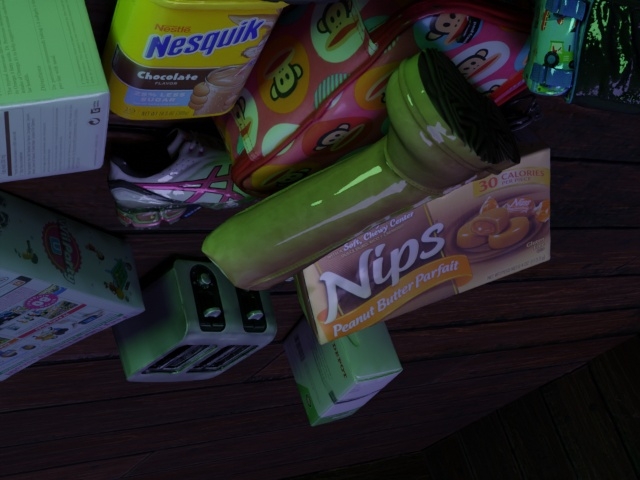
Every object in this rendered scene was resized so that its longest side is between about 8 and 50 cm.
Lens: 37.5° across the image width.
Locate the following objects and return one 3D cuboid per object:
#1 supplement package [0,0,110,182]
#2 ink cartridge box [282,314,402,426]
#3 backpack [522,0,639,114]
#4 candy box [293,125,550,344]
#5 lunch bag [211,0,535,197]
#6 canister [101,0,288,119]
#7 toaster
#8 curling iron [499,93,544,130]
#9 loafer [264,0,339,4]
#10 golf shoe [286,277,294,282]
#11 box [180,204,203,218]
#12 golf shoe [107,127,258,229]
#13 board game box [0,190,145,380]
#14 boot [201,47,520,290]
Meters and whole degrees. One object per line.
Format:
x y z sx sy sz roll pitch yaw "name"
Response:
-0.255 -0.108 0.685 0.179 0.105 0.105 -10 157 -21 "supplement package"
0.031 0.189 1.548 0.092 0.160 0.219 -9 157 -27 "ink cartridge box"
0.217 -0.187 0.679 0.117 0.173 0.158 9 -160 7 "backpack"
0.117 -0.012 1.135 0.316 0.087 0.183 -19 131 -7 "candy box"
0.067 -0.147 0.858 0.258 0.120 0.293 -2 154 -45 "lunch bag"
-0.098 -0.166 0.723 0.126 0.073 0.170 -7 157 -26 "canister"
-0.177 0.110 1.260 0.185 0.110 0.168 -34 153 33 "toaster"
0.183 -0.121 0.972 0.068 0.035 0.274 -21 -176 21 "curling iron"
0.077 -0.268 0.595 0.366 0.134 0.130 -26 132 -9 "loafer"
0.000 0.000 1.191 0.198 0.077 0.094 -21 158 0 "golf shoe"
-0.140 -0.056 1.019 0.083 0.018 0.067 -29 156 22 "box"
-0.115 -0.072 0.928 0.186 0.067 0.086 -18 131 -15 "golf shoe"
-0.366 0.051 0.983 0.224 0.097 0.303 -25 156 18 "board game box"
0.016 -0.038 0.779 0.269 0.089 0.236 -26 162 21 "boot"
